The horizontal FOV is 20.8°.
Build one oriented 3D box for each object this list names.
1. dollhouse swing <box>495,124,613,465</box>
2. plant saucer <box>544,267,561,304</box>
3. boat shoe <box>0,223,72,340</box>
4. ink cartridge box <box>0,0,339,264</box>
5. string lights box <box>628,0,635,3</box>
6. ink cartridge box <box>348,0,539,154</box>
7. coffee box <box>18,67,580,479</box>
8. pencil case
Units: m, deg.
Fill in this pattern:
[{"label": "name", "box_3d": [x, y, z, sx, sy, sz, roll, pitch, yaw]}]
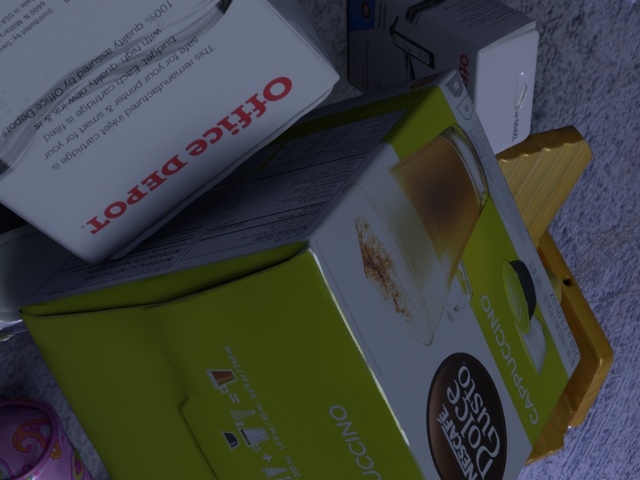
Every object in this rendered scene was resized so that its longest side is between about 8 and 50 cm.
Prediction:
[{"label": "dollhouse swing", "box_3d": [0.219, 0.087, 2.068, 0.347, 0.315, 0.305, -15, 161, -39]}, {"label": "plant saucer", "box_3d": [0.069, 0.122, 1.910, 0.081, 0.333, 0.333, -25, 136, -49]}, {"label": "boat shoe", "box_3d": [-0.253, 0.024, 1.707, 0.091, 0.109, 0.305, -29, 175, 40]}, {"label": "ink cartridge box", "box_3d": [-0.215, -0.192, 1.424, 0.285, 0.166, 0.395, -36, 138, 12]}, {"label": "string lights box", "box_3d": [0.410, -0.421, 2.049, 0.259, 0.077, 0.133, -47, 142, -7]}, {"label": "ink cartridge box", "box_3d": [0.125, -0.194, 1.831, 0.086, 0.203, 0.148, -28, 135, -29]}, {"label": "coffee box", "box_3d": [-0.007, 0.090, 1.639, 0.337, 0.338, 0.334, 64, 36, -19]}, {"label": "pencil case", "box_3d": [-0.291, 0.289, 1.851, 0.124, 0.124, 0.284, -37, 140, -19]}]
